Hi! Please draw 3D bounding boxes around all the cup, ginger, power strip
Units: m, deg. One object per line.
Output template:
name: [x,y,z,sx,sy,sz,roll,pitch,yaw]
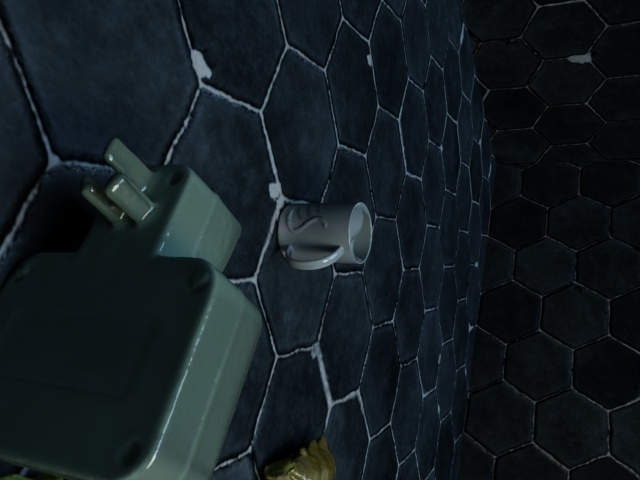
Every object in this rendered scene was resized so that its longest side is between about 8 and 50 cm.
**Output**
cup: [0.001,-0.011,0.922,0.136,0.133,0.099,-11,102,-63]
ginger: [-0.017,0.384,0.957,0.115,0.081,0.206,-42,145,-15]
power strip: [-0.169,0.049,0.465,0.141,0.229,0.261,56,43,-48]

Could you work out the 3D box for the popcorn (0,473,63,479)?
popcorn: [-0.253,0.227,0.494,0.083,0.059,0.068,-42,128,-67]
